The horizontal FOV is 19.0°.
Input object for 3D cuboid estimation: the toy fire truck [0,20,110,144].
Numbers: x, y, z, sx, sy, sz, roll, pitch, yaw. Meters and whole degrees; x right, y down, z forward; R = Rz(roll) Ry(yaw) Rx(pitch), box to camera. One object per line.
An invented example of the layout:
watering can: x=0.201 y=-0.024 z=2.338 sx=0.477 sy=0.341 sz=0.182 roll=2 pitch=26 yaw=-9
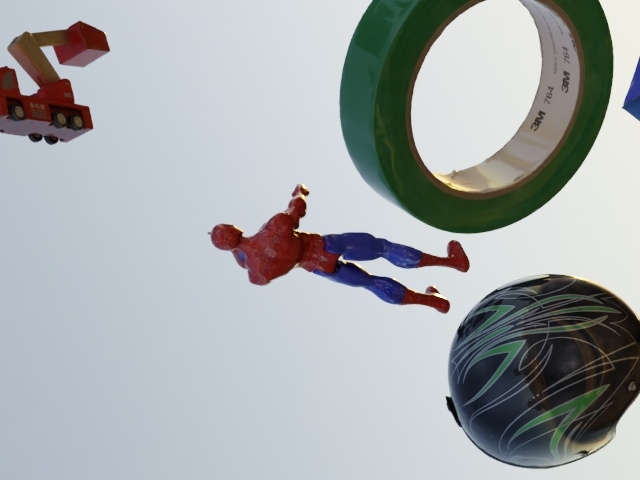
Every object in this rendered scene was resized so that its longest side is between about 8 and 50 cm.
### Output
toy fire truck: x=-0.297 y=-0.173 z=2.031 sx=0.192 sy=0.047 sz=0.135 roll=6 pitch=-115 yaw=-52

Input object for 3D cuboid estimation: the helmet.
helmet: x=0.196 y=0.108 z=1.659 sx=0.161 sy=0.169 sz=0.169 roll=104 pitch=170 yaw=-52

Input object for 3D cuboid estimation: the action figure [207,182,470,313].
action figure: x=0.000 y=0.000 z=1.966 sx=0.280 sy=0.091 sz=0.139 roll=9 pitch=-155 yaw=-32

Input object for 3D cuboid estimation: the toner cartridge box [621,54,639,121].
toner cartridge box: x=0.464 y=-0.080 z=1.758 sx=0.348 sy=0.165 sz=0.075 roll=36 pitch=-126 yaw=-14

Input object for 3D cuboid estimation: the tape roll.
tape roll: x=0.175 y=-0.169 z=2.107 sx=0.077 sy=0.321 sz=0.321 roll=33 pitch=150 yaw=53
